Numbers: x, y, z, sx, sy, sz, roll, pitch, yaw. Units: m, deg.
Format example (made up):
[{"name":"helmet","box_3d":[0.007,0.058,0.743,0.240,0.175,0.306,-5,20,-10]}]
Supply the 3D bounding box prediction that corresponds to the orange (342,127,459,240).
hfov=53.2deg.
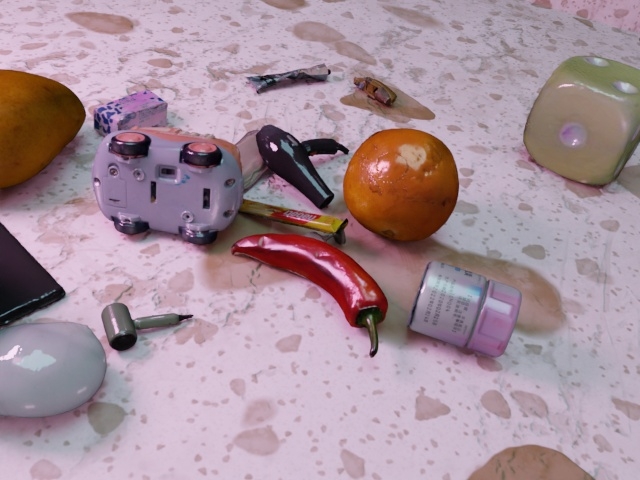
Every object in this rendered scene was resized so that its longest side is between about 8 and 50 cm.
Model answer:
[{"name":"orange","box_3d":[0.163,-0.114,1.294,0.240,0.240,0.240,6,39,-5]}]

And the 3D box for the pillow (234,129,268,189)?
[{"name":"pillow","box_3d":[-0.164,-0.191,1.470,0.131,0.038,0.233,32,45,17]}]

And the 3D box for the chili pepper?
[{"name":"chili pepper","box_3d":[0.003,0.074,1.168,0.368,0.091,0.137,32,63,34]}]

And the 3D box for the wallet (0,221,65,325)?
[{"name":"wallet","box_3d":[-0.581,0.043,1.113,0.285,0.030,0.146,35,44,28]}]

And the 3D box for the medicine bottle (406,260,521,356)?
[{"name":"medicine bottle","box_3d":[0.249,0.119,1.111,0.169,0.135,0.135,19,40,11]}]

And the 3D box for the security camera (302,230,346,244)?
[{"name":"security camera","box_3d":[0.000,0.000,1.277,0.092,0.058,0.058,-23,48,-18]}]

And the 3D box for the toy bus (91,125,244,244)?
[{"name":"toy bus","box_3d":[-0.287,-0.133,1.265,0.288,0.194,0.232,8,30,2]}]

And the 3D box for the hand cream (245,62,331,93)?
[{"name":"hand cream","box_3d":[-0.083,-0.461,1.819,0.248,0.052,0.075,-18,23,-22]}]

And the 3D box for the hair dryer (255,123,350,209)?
[{"name":"hair dryer","box_3d":[0.003,-0.189,1.471,0.272,0.091,0.235,-25,66,-45]}]

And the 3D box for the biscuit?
[{"name":"biscuit","box_3d":[-0.082,-0.054,1.301,0.292,0.026,0.048,13,34,25]}]

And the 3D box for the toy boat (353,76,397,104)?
[{"name":"toy boat","box_3d":[0.153,-0.429,1.817,0.049,0.047,0.149,-27,52,-36]}]

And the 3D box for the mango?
[{"name":"mango","box_3d":[-0.644,-0.239,1.300,0.264,0.221,0.378,15,29,14]}]

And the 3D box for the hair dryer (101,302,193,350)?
[{"name":"hair dryer","box_3d":[-0.282,0.138,1.061,0.150,0.047,0.071,-3,42,-32]}]

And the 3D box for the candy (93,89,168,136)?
[{"name":"candy","box_3d":[-0.446,-0.294,1.512,0.092,0.073,0.160,33,45,24]}]

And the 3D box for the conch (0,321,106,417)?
[{"name":"conch","box_3d":[-0.427,0.180,0.929,0.221,0.120,0.185,-4,12,-9]}]

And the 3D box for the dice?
[{"name":"dice","box_3d":[0.687,-0.310,1.626,0.254,0.252,0.250,31,43,23]}]
